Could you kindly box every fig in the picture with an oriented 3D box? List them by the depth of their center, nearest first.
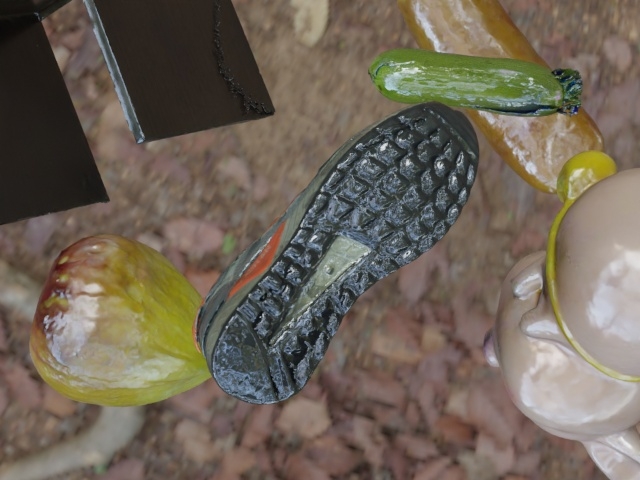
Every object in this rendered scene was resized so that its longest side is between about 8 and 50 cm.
[{"bbox_3d":[-0.142,0.097,1.674,0.257,0.159,0.159,20,123,-17],"label":"fig"}]

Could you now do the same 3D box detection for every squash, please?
[{"bbox_3d":[0.131,-0.132,1.534,0.183,0.052,0.052,8,121,2],"label":"squash"}]

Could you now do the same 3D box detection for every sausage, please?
[{"bbox_3d":[0.184,-0.164,1.853,0.109,0.109,0.270,-38,88,28],"label":"sausage"}]

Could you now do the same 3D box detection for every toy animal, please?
[{"bbox_3d":[0.203,0.040,1.257,0.149,0.165,0.248,15,142,0],"label":"toy animal"}]

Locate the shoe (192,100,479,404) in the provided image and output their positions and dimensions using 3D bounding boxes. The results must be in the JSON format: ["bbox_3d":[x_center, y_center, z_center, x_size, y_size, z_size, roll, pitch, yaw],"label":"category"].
[{"bbox_3d":[0.001,-0.001,0.964,0.074,0.077,0.194,44,81,-25],"label":"shoe"}]

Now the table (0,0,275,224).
[{"bbox_3d":[-0.232,-0.188,1.654,0.250,0.196,0.282,-24,86,37],"label":"table"}]
